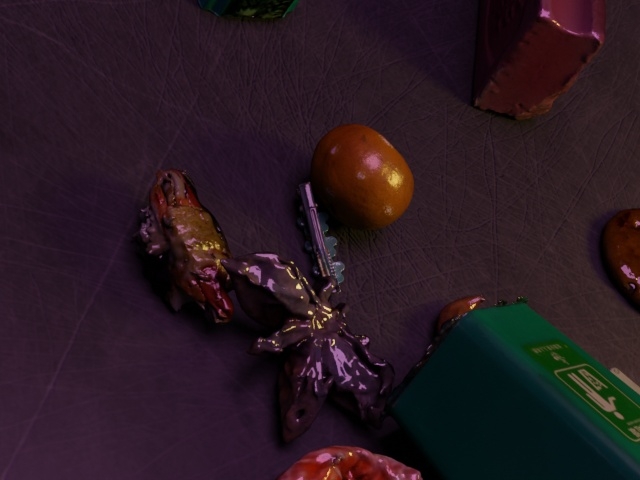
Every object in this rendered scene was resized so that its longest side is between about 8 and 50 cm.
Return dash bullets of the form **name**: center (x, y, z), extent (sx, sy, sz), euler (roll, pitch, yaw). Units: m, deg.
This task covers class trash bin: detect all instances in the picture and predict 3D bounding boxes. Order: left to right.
- **trash bin**: center (0.277, 0.276, 1.508), extent (0.381, 0.295, 0.259), euler (46, 25, 26)

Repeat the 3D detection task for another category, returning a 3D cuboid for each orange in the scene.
- **orange**: center (0.054, -0.085, 1.744), extent (0.156, 0.156, 0.124), euler (44, 86, 8)

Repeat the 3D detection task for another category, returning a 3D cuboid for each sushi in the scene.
- **sushi**: center (-0.175, 0.010, 1.587), extent (0.097, 0.103, 0.226), euler (16, 41, -58)

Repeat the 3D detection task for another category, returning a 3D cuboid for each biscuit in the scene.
- **biscuit**: center (0.535, 0.034, 1.988), extent (0.212, 0.036, 0.212), euler (15, 50, -19)

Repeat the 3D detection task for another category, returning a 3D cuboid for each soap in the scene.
- **soap**: center (0.362, -0.389, 2.081), extent (0.128, 0.233, 0.359), euler (20, 49, -12)

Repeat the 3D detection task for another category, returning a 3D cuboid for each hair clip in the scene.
- **hair clip**: center (0.001, 0.000, 1.722), extent (0.049, 0.049, 0.172), euler (-1, 62, -29)

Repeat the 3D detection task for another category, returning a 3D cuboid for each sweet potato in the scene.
- **sweet potato**: center (0.173, 0.145, 1.700), extent (0.058, 0.055, 0.202), euler (59, 38, -26)

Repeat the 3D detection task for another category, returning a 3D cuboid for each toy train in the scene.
- **toy train**: center (-0.107, -0.422, 1.943), extent (0.198, 0.107, 0.154), euler (-5, 66, -31)

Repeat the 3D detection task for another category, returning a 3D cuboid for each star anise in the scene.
- **star anise**: center (-0.006, 0.126, 1.572), extent (0.198, 0.111, 0.257), euler (-10, 74, -46)

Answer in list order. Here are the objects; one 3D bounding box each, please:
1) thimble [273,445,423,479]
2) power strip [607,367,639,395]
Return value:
- **thimble**: center (0.020, 0.351, 1.386), extent (0.239, 0.162, 0.239), euler (14, 52, -18)
- **power strip**: center (0.469, 0.291, 1.752), extent (0.270, 0.046, 0.118), euler (40, 45, 6)
